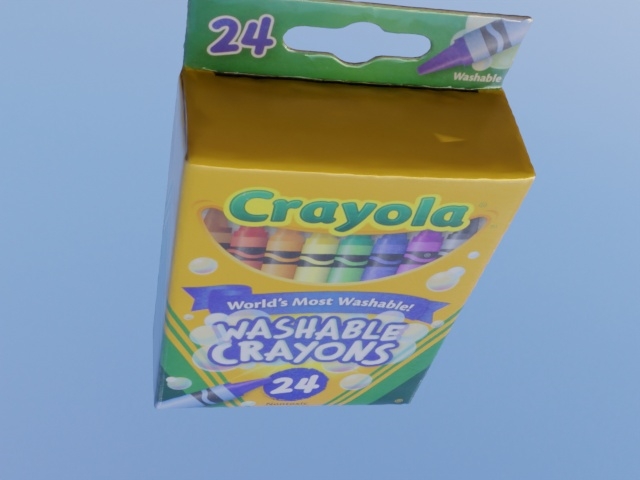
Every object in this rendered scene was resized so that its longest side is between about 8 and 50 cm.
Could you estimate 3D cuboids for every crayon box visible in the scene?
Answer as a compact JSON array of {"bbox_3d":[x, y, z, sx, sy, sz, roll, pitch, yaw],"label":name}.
[{"bbox_3d":[0.000,0.000,0.581,0.203,0.323,0.083,1,-130,-13],"label":"crayon box"}]
